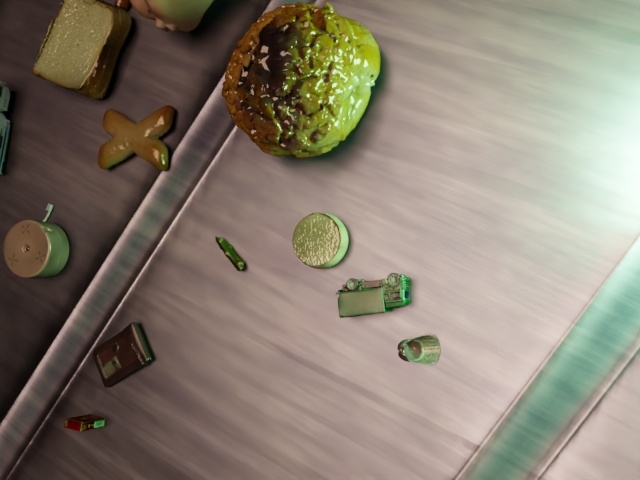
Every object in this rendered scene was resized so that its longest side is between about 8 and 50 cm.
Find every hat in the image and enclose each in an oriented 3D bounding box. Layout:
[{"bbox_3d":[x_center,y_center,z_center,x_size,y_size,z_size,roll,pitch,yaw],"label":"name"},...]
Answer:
[{"bbox_3d":[0.193,0.218,1.248,0.087,0.042,0.058,-7,87,-13],"label":"hat"}]

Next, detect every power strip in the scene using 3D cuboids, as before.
[{"bbox_3d":[-0.736,0.025,1.620,0.154,0.078,0.154,-1,87,17],"label":"power strip"}]

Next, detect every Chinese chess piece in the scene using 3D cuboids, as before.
[{"bbox_3d":[0.000,0.000,1.346,0.122,0.051,0.122,-2,84,22],"label":"Chinese chess piece"}]

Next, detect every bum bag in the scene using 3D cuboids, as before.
[{"bbox_3d":[-0.482,0.280,1.520,0.159,0.026,0.109,-33,72,21],"label":"bum bag"}]

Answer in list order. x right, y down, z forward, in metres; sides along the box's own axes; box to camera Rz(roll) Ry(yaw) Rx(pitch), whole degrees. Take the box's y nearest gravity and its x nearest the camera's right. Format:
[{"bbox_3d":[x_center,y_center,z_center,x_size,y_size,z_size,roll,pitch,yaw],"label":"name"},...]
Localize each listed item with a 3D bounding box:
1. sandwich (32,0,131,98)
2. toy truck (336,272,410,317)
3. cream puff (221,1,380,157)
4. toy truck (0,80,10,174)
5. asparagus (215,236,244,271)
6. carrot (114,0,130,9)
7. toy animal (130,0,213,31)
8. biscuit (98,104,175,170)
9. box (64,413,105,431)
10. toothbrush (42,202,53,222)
[{"bbox_3d":[-0.621,-0.515,1.648,0.226,0.087,0.251,24,95,25],"label":"sandwich"},{"bbox_3d":[0.111,0.111,1.277,0.147,0.065,0.079,-11,81,21],"label":"toy truck"},{"bbox_3d":[-0.046,-0.344,1.316,0.342,0.231,0.327,-27,70,17],"label":"cream puff"},{"bbox_3d":[-0.936,-0.323,1.717,0.124,0.155,0.268,4,82,22],"label":"toy truck"},{"bbox_3d":[-0.208,0.029,1.441,0.025,0.021,0.108,-44,69,7],"label":"asparagus"},{"bbox_3d":[-0.497,-0.687,1.643,0.055,0.055,0.162,28,101,23],"label":"carrot"},{"bbox_3d":[-0.320,-0.651,1.465,0.269,0.237,0.327,17,96,15],"label":"toy animal"},{"bbox_3d":[-0.465,-0.256,1.572,0.207,0.047,0.164,2,85,22],"label":"biscuit"},{"bbox_3d":[-0.561,0.435,1.496,0.051,0.082,0.023,4,85,22],"label":"box"},{"bbox_3d":[-0.755,-0.026,1.676,0.017,0.014,0.162,28,94,9],"label":"toothbrush"}]
